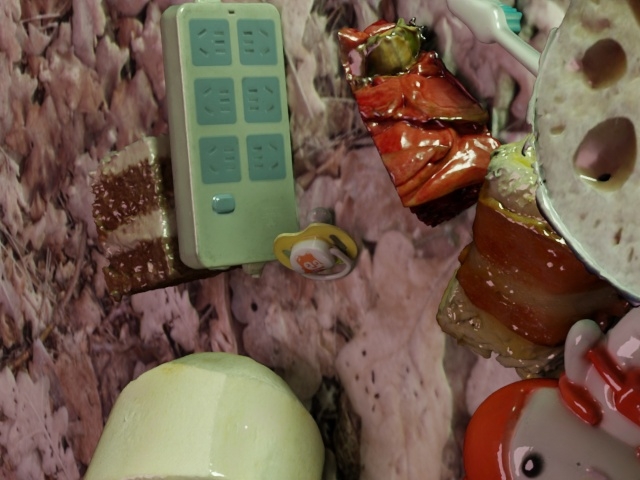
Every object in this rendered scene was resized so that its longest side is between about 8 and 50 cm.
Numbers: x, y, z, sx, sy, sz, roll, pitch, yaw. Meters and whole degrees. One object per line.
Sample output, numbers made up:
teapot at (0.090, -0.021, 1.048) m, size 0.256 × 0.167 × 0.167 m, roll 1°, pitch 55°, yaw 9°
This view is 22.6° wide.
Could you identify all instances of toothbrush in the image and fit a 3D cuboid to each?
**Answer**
toothbrush at (0.225, -0.078, 1.158) m, size 0.418 × 0.040 × 0.042 m, roll 47°, pitch 128°, yaw 38°

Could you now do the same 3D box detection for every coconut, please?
coconut at (-0.110, 0.231, 1.471) m, size 0.241 × 0.241 × 0.241 m, roll 10°, pitch 103°, yaw 52°

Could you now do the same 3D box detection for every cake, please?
cake at (-0.145, -0.030, 1.573) m, size 0.135 × 0.134 × 0.147 m, roll -16°, pitch 88°, yaw 50°

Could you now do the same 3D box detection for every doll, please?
doll at (0.179, 0.171, 1.168) m, size 0.290 × 0.161 × 0.130 m, roll -54°, pitch 8°, yaw 25°

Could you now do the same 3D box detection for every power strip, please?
power strip at (-0.085, -0.096, 1.497) m, size 0.046 × 0.118 × 0.270 m, roll -2°, pitch 93°, yaw 50°

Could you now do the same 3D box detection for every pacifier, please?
pacifier at (0.000, 0.000, 1.465) m, size 0.083 × 0.068 × 0.064 m, roll -19°, pitch 45°, yaw 35°

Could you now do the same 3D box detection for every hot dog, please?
hot dog at (0.172, 0.014, 1.200) m, size 0.146 × 0.103 × 0.213 m, roll 38°, pitch 136°, yaw 18°

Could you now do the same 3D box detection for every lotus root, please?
lotus root at (0.279, -0.074, 0.973) m, size 0.272 × 0.192 × 0.272 m, roll -12°, pitch 75°, yaw 55°

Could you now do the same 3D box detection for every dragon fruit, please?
dragon fruit at (0.087, -0.109, 1.334) m, size 0.092 × 0.122 × 0.192 m, roll -28°, pitch 63°, yaw 9°
